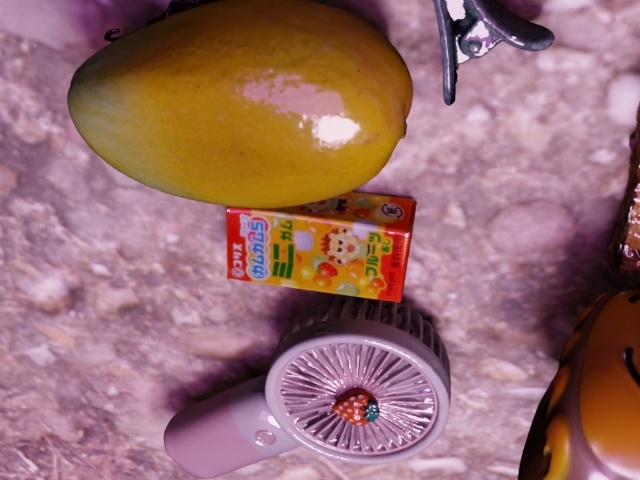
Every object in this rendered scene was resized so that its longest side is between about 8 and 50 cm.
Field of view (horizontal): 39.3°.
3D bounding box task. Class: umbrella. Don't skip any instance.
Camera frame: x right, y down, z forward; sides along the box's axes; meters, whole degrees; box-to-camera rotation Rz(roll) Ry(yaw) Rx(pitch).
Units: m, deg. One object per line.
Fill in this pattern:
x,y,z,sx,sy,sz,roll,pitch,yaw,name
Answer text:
-0.056,-0.138,0.519,0.149,0.022,0.022,-14,86,10,umbrella

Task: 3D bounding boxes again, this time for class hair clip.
0.034,-0.178,0.465,0.070,0.039,0.229,-29,112,27,hair clip

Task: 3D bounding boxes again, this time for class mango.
-0.046,-0.076,0.510,0.195,0.091,0.130,4,139,2,mango

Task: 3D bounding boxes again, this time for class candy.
0.000,0.000,0.595,0.122,0.038,0.062,8,127,5,candy

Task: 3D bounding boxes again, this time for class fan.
-0.017,0.124,0.667,0.244,0.074,0.130,-28,117,28,fan

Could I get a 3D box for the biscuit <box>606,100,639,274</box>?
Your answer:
0.211,-0.060,0.515,0.064,0.034,0.199,3,127,8,biscuit

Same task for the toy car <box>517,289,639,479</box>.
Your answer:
0.241,0.188,0.574,0.240,0.271,0.340,22,129,17,toy car
